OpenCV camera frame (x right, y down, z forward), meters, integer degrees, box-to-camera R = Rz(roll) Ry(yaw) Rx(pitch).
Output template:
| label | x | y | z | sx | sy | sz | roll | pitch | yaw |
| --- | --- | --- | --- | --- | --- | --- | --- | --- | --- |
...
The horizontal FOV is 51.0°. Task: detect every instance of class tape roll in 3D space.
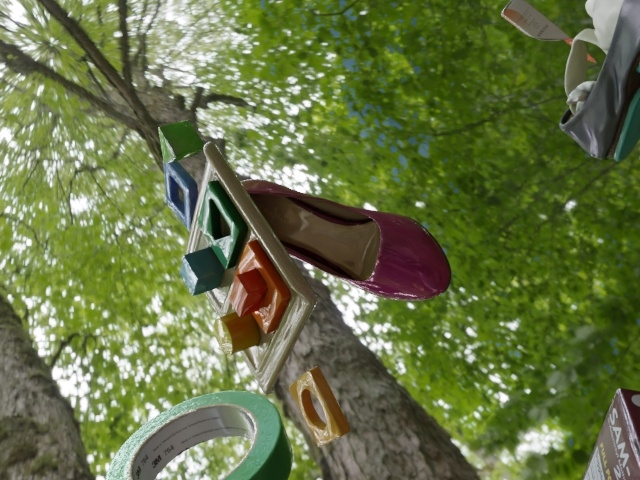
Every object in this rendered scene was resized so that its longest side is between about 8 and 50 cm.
| label | x | y | z | sx | sy | sz | roll | pitch | yaw |
| --- | --- | --- | --- | --- | --- | --- | --- | --- | --- |
| tape roll | -0.211 | 0.393 | 1.179 | 0.321 | 0.321 | 0.077 | -23 | -66 | -14 |

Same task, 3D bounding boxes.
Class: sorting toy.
| label | x | y | z | sx | sy | sz | roll | pitch | yaw |
| --- | --- | --- | --- | --- | --- | --- | --- | --- | --- |
| sorting toy | -0.084 | 0.037 | 0.625 | 0.047 | 0.348 | 0.196 | -21 | -29 | -29 |

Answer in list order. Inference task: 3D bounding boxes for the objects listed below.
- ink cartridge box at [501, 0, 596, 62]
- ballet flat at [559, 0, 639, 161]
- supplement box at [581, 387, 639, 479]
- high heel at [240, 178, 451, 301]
| label | x | y | z | sx | sy | sz | roll | pitch | yaw |
| --- | --- | --- | --- | --- | --- | --- | --- | --- | --- |
| ink cartridge box | 0.401 | -0.364 | 1.197 | 0.179 | 0.145 | 0.045 | 42 | -68 | -1 |
| ballet flat | 0.200 | -0.128 | 0.437 | 0.074 | 0.074 | 0.203 | -30 | -27 | -12 |
| supplement box | 0.206 | 0.204 | 0.384 | 0.130 | 0.073 | 0.240 | 8 | -59 | 5 |
| high heel | 0.000 | 0.000 | 0.955 | 0.181 | 0.377 | 0.127 | 5 | -80 | -43 |
